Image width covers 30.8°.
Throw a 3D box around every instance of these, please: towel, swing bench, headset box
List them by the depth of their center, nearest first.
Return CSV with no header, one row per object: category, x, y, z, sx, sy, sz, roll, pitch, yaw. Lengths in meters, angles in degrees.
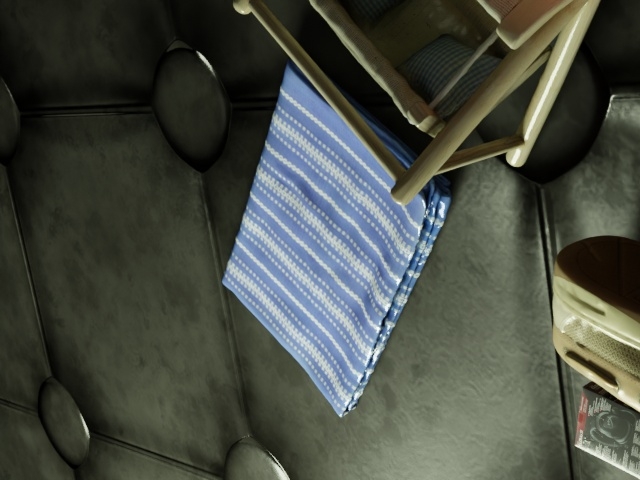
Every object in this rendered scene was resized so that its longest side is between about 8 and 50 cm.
swing bench,0.095,-0.214,0.929,0.253,0.165,0.254,51,137,22
headset box,0.258,0.160,1.001,0.083,0.032,0.062,24,122,42
towel,0.000,0.000,1.226,0.243,0.040,0.336,45,135,28

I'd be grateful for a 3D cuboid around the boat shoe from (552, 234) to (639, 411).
boat shoe,0.311,0.114,0.866,0.341,0.122,0.110,39,137,45
